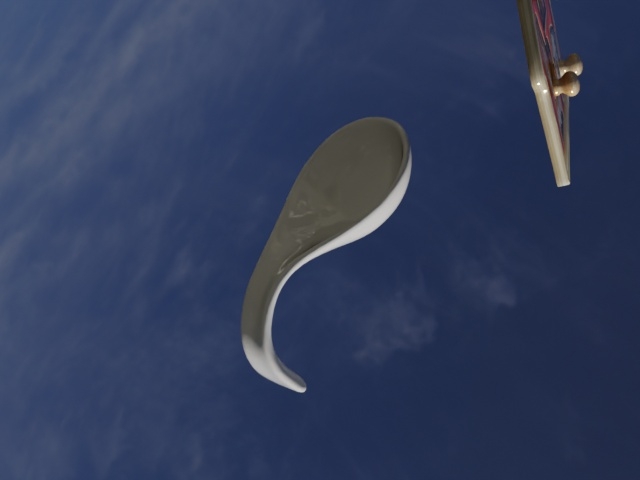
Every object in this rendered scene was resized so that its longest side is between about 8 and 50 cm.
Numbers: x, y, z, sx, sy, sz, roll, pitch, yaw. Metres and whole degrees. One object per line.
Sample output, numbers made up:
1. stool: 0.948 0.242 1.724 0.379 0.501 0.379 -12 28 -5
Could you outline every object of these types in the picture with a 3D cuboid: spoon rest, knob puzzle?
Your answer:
1. spoon rest: 0.000 0.000 0.845 0.137 0.084 0.276 11 -107 47
2. knob puzzle: 0.182 -0.169 0.701 0.030 0.213 0.213 -9 -119 22
